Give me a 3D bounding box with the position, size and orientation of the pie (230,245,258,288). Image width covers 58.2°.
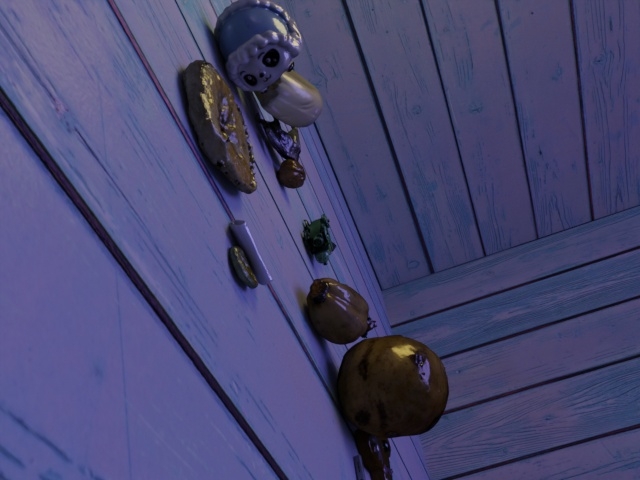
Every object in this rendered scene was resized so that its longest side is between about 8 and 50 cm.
[{"bbox_3d":[-0.132,0.047,0.987,0.084,0.021,0.084,63,3,-6],"label":"pie"}]

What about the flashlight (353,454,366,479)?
[{"bbox_3d":[0.094,0.547,1.350,0.083,0.018,0.018,-100,168,-50],"label":"flashlight"}]

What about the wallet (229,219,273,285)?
[{"bbox_3d":[-0.126,0.021,1.033,0.061,0.025,0.122,17,-47,65],"label":"wallet"}]

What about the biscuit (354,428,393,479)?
[{"bbox_3d":[0.157,0.530,1.665,0.432,0.064,0.283,-84,154,-71],"label":"biscuit"}]

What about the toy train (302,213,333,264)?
[{"bbox_3d":[-0.001,0.000,1.798,0.200,0.083,0.132,-85,157,-70],"label":"toy train"}]

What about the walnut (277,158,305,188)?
[{"bbox_3d":[-0.086,-0.194,1.689,0.096,0.082,0.079,31,59,-57],"label":"walnut"}]

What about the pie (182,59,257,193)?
[{"bbox_3d":[-0.188,-0.218,1.122,0.274,0.055,0.274,-19,90,-82],"label":"pie"}]

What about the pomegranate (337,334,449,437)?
[{"bbox_3d":[0.180,0.367,1.454,0.281,0.281,0.281,-19,90,-82],"label":"pomegranate"}]

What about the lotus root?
[{"bbox_3d":[0.042,0.176,1.465,0.257,0.140,0.154,48,35,-45],"label":"lotus root"}]

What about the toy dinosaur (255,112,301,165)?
[{"bbox_3d":[-0.117,-0.305,1.720,0.294,0.077,0.162,7,58,-65],"label":"toy dinosaur"}]

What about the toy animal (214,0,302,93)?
[{"bbox_3d":[-0.170,-0.491,1.449,0.156,0.208,0.204,12,54,-50],"label":"toy animal"}]

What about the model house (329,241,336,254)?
[{"bbox_3d":[0.023,0.029,1.970,0.083,0.058,0.057,48,24,-71],"label":"model house"}]

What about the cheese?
[{"bbox_3d":[-0.118,-0.433,1.626,0.233,0.127,0.266,25,20,-45],"label":"cheese"}]
